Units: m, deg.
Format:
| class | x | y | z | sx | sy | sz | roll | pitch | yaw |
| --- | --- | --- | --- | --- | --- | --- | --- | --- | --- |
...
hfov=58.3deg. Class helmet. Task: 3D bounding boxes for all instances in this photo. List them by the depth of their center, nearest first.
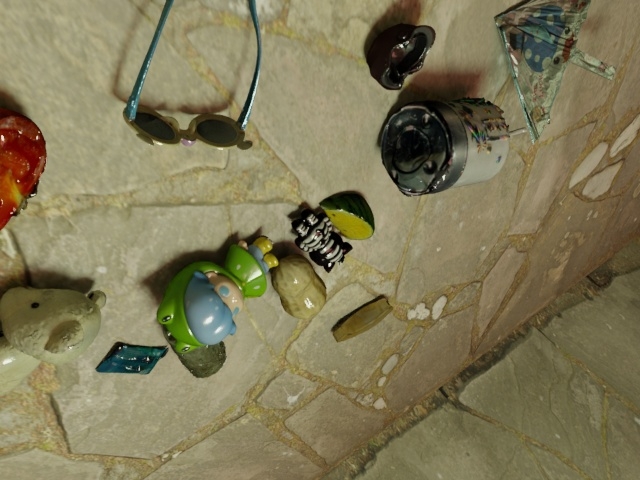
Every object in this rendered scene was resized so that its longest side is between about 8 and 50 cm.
| class | x | y | z | sx | sy | sz | roll | pitch | yaw |
| --- | --- | --- | --- | --- | --- | --- | --- | --- | --- |
| helmet | 0.127 | -0.319 | 0.967 | 0.123 | 0.070 | 0.098 | -50 | 154 | 4 |

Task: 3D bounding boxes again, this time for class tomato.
| class | x | y | z | sx | sy | sz | roll | pitch | yaw |
| --- | --- | --- | --- | --- | --- | --- | --- | --- | --- |
| tomato | -0.410 | -0.089 | 0.679 | 0.159 | 0.091 | 0.139 | -59 | 165 | -21 |

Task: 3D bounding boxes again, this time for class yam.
| class | x | y | z | sx | sy | sz | roll | pitch | yaw |
| --- | --- | --- | --- | --- | --- | --- | --- | --- | --- |
| yam | -0.262 | 0.217 | 1.207 | 0.107 | 0.107 | 0.183 | -33 | 145 | -11 |

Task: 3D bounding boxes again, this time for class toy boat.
| class | x | y | z | sx | sy | sz | roll | pitch | yaw |
| --- | --- | --- | --- | --- | --- | --- | --- | --- | --- |
| toy boat | 0.128 | 0.235 | 1.683 | 0.206 | 0.064 | 0.072 | -27 | 161 | -20 |

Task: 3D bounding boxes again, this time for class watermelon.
| class | x | y | z | sx | sy | sz | roll | pitch | yaw |
| --- | --- | --- | --- | --- | --- | --- | --- | --- | --- |
| watermelon | 0.078 | -0.042 | 1.261 | 0.092 | 0.075 | 0.181 | -36 | 150 | 1 |

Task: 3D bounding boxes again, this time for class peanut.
| class | x | y | z | sx | sy | sz | roll | pitch | yaw |
| --- | --- | --- | --- | --- | --- | --- | --- | --- | --- |
| peanut | -0.047 | 0.103 | 1.273 | 0.110 | 0.120 | 0.236 | 0 | 155 | 10 |

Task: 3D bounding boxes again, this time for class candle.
| class | x | y | z | sx | sy | sz | roll | pitch | yaw |
| --- | --- | --- | --- | --- | --- | --- | --- | --- | --- |
| candle | 0.288 | -0.200 | 1.179 | 0.330 | 0.187 | 0.188 | -13 | 140 | -37 |

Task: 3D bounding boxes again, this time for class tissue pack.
| class | x | y | z | sx | sy | sz | roll | pitch | yaw |
| --- | --- | --- | --- | --- | --- | --- | --- | --- | --- |
| tissue pack | -0.385 | 0.251 | 1.193 | 0.085 | 0.028 | 0.138 | -48 | 145 | 14 |

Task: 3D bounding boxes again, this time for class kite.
| class | x | y | z | sx | sy | sz | roll | pitch | yaw |
| --- | --- | --- | --- | --- | --- | --- | --- | --- | --- |
| kite | 0.499 | -0.403 | 1.192 | 0.368 | 0.014 | 0.407 | 10 | 104 | -28 |

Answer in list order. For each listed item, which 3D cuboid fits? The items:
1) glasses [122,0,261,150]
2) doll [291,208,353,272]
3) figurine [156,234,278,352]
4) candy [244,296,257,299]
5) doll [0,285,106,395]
| class | x | y | z | sx | sy | sz | roll | pitch | yaw |
| --- | --- | --- | --- | --- | --- | --- | --- | --- | --- |
| glasses | -0.171 | -0.239 | 0.789 | 0.189 | 0.088 | 0.221 | -5 | 115 | -42 |
| doll | 0.000 | 0.000 | 1.244 | 0.091 | 0.067 | 0.219 | -49 | 143 | -5 |
| figurine | -0.190 | 0.097 | 1.103 | 0.263 | 0.143 | 0.162 | -43 | 136 | -29 |
| candy | -0.190 | 0.137 | 1.244 | 0.062 | 0.058 | 0.194 | 38 | 114 | -17 |
| doll | -0.484 | 0.167 | 0.917 | 0.278 | 0.175 | 0.149 | -37 | 112 | 12 |
